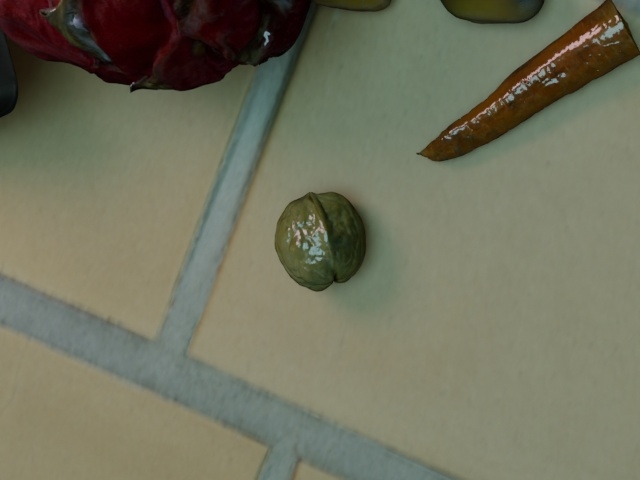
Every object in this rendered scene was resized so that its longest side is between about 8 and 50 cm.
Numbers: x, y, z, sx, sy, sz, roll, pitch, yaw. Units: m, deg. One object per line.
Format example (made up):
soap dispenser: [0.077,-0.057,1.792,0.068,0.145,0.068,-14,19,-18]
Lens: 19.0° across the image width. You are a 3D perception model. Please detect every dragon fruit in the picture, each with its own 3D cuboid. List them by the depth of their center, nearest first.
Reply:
dragon fruit: [-0.141,-0.280,1.632,0.329,0.329,0.329,1,95,14]

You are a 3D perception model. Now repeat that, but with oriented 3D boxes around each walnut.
walnut: [0.000,0.000,1.744,0.092,0.092,0.092,1,95,14]

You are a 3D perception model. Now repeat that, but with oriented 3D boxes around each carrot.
carrot: [0.183,-0.129,1.704,0.224,0.057,0.057,-35,86,17]

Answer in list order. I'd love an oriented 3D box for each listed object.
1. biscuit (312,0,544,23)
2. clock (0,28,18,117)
biscuit: [0.098,-0.344,1.701,0.237,0.062,0.291,9,95,14]
clock: [-0.376,-0.225,1.771,0.273,0.049,0.279,-15,91,53]
